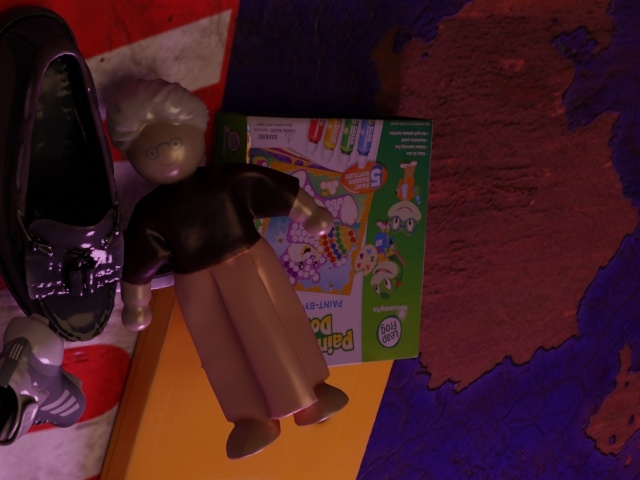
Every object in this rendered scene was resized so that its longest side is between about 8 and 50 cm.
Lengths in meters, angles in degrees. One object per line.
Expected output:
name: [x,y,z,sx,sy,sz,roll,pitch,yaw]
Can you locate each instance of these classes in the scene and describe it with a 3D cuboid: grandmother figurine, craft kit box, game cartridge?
grandmother figurine: [-0.088,0.011,1.576,0.208,0.104,0.342,-28,103,-13]
craft kit box: [0.000,0.000,1.726,0.250,0.061,0.246,-3,102,-42]
game cartridge: [-0.068,0.169,1.807,0.324,0.053,0.285,4,109,-42]

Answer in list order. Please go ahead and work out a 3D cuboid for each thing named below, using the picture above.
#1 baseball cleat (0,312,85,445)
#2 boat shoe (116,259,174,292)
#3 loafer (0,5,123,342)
baseball cleat: [-0.259,0.138,1.541,0.206,0.072,0.109,85,30,-62]
boat shoe: [-0.173,0.020,1.619,0.142,0.049,0.040,-11,118,-38]
loafer: [-0.220,-0.041,1.483,0.109,0.095,0.302,-17,117,-24]
